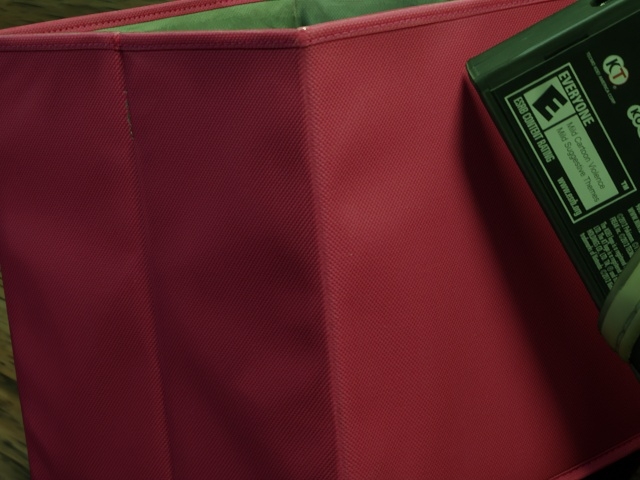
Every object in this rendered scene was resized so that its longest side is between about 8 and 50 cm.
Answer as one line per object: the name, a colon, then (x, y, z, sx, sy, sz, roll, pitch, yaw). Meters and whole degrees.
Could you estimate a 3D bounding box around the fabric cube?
fabric cube: (0.000, 0.000, 0.943, 0.259, 0.258, 0.254, 6, 17, 43)

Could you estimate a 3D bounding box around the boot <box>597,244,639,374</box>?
boot: (0.332, 0.024, 0.708, 0.377, 0.138, 0.284, -34, 73, 5)

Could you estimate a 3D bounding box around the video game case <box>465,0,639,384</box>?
video game case: (0.240, -0.028, 0.842, 0.248, 0.275, 0.035, -28, 23, 9)
